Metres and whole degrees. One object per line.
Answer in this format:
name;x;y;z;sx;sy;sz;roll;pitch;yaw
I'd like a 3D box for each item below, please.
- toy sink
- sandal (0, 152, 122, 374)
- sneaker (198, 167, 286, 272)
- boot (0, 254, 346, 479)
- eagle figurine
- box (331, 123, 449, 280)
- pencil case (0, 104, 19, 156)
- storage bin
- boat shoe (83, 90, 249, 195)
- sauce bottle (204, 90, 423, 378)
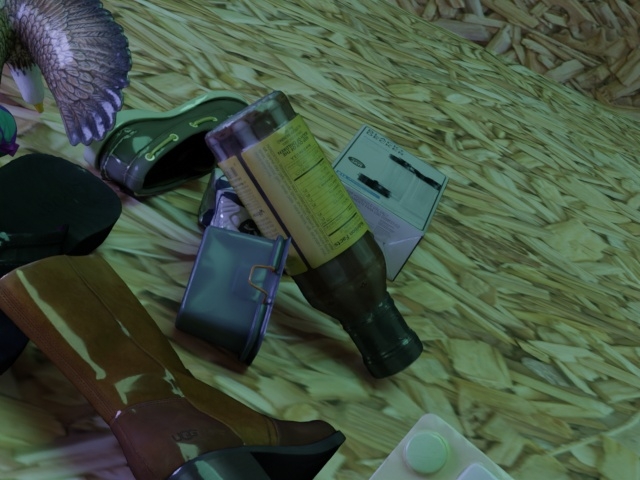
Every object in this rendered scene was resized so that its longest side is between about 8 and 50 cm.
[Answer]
toy sink;0.101;0.240;0.897;0.153;0.131;0.234;38;-14;16
sandal;-0.304;-0.013;1.076;0.167;0.107;0.446;29;23;-5
sneaker;-0.064;-0.002;1.365;0.153;0.094;0.235;16;16;-14
boot;-0.128;0.125;1.004;0.280;0.096;0.264;45;25;19
eagle figurine;-0.365;-0.238;1.361;0.225;0.226;0.298;42;10;-32
box;0.084;-0.065;1.683;0.169;0.087;0.290;33;23;2
pencil case;-0.353;-0.102;1.137;0.070;0.064;0.152;33;11;-7
storage bin;-0.093;0.049;1.187;0.091;0.098;0.135;17;65;-7
boat shoe;-0.170;-0.121;1.466;0.091;0.109;0.305;40;31;18
sauce bottle;0.000;0.000;1.284;0.344;0.111;0.111;59;20;-11
